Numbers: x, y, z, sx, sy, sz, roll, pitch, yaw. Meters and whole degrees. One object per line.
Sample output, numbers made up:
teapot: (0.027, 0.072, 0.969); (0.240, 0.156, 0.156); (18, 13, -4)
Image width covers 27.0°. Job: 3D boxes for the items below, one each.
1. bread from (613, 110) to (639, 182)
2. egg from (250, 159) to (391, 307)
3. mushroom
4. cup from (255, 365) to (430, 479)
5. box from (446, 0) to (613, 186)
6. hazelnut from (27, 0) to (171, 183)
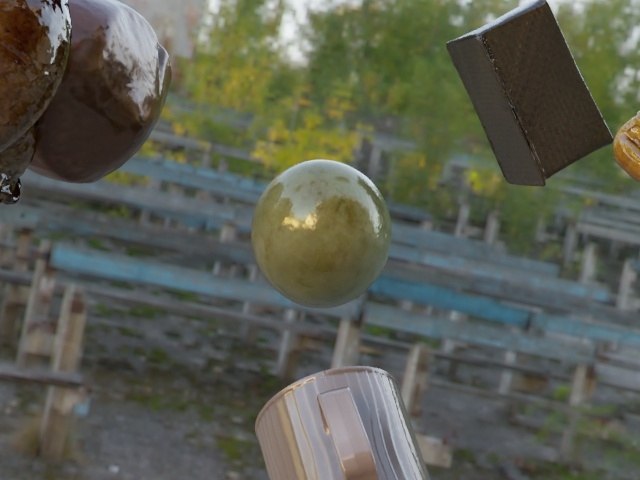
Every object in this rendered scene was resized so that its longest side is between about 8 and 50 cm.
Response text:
bread: (0.460, -0.108, 1.702); (0.211, 0.083, 0.114); (-2, 40, -49)
egg: (0.000, 0.000, 2.081); (0.218, 0.218, 0.295); (12, -25, 2)
mushroom: (-0.465, -0.224, 1.879); (0.356, 0.334, 0.331); (50, 8, -27)
cup: (0.054, 0.308, 1.725); (0.208, 0.273, 0.288); (3, -40, -27)
box: (0.344, -0.242, 2.208); (0.143, 0.273, 0.184); (-28, 8, -9)
hazelnut: (-0.425, -0.263, 2.182); (0.372, 0.315, 0.372); (22, -6, 3)
